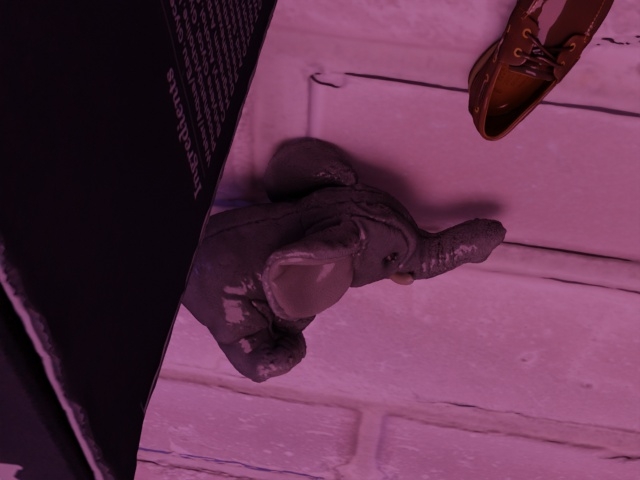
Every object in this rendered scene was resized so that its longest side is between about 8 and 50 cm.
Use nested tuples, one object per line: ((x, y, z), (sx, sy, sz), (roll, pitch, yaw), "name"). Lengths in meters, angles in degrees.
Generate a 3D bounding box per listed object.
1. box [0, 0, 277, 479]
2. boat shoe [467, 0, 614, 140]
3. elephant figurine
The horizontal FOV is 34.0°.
((-0.286, -0.157, 0.511), (0.480, 0.471, 0.297), (2, 139, 11), "box")
((0.159, -0.139, 0.742), (0.064, 0.060, 0.178), (20, 139, -9), "boat shoe")
((0.000, 0.000, 0.900), (0.239, 0.186, 0.169), (-36, 78, 30), "elephant figurine")
